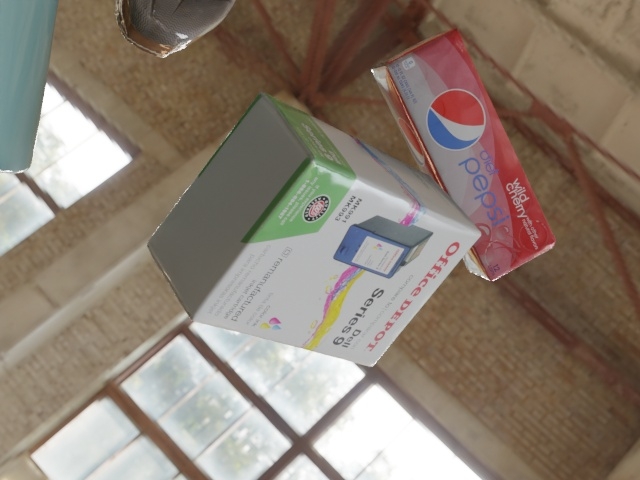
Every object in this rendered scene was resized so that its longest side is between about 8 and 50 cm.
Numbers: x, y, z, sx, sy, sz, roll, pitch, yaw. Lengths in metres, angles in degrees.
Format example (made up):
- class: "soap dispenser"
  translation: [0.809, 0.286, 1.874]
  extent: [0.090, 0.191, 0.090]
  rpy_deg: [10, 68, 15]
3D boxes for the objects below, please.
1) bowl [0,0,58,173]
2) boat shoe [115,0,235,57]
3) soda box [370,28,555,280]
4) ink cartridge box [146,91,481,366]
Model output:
- class: "bowl"
  translation: [-0.321, -0.196, 0.838]
  extent: [0.311, 0.163, 0.311]
  rpy_deg: [29, 5, -3]
- class: "boat shoe"
  translation: [-0.156, -0.276, 1.143]
  extent: [0.123, 0.324, 0.116]
  rpy_deg: [31, -54, -21]
- class: "soda box"
  translation: [0.156, -0.092, 1.230]
  extent: [0.263, 0.092, 0.083]
  rpy_deg: [63, -6, -9]
- class: "ink cartridge box"
  translation: [0.000, 0.000, 0.877]
  extent: [0.212, 0.154, 0.093]
  rpy_deg: [21, 24, -47]
